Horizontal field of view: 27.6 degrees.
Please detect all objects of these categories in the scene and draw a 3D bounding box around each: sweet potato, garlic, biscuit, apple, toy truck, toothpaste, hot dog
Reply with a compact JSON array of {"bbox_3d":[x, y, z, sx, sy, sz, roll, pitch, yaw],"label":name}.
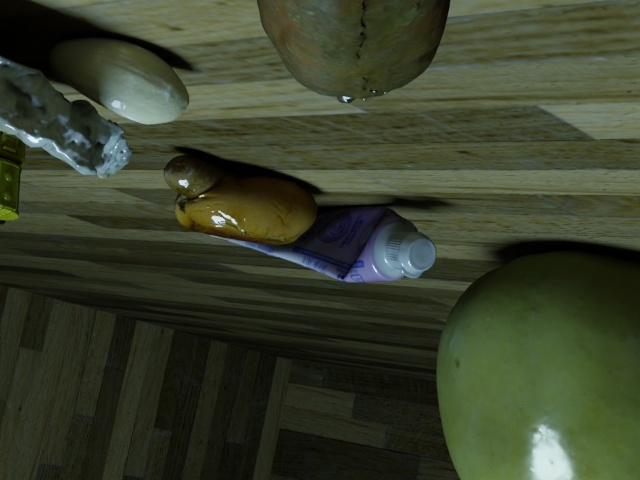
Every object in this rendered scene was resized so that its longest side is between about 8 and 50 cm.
[{"bbox_3d":[0.003,-0.108,0.410,0.075,0.075,0.273,10,169,11],"label":"sweet potato"},{"bbox_3d":[-0.118,-0.095,0.753,0.083,0.041,0.053,22,-177,1],"label":"garlic"},{"bbox_3d":[-0.193,-0.090,0.757,0.188,0.040,0.265,28,178,30],"label":"biscuit"},{"bbox_3d":[0.225,0.129,1.137,0.262,0.262,0.262,11,171,2],"label":"apple"},{"bbox_3d":[-0.270,-0.056,1.062,0.054,0.083,0.049,-13,158,34],"label":"toy truck"},{"bbox_3d":[0.000,0.000,1.123,0.075,0.048,0.301,-31,-161,-26],"label":"toothpaste"},{"bbox_3d":[-0.068,-0.031,1.051,0.140,0.060,0.090,6,174,-29],"label":"hot dog"}]
